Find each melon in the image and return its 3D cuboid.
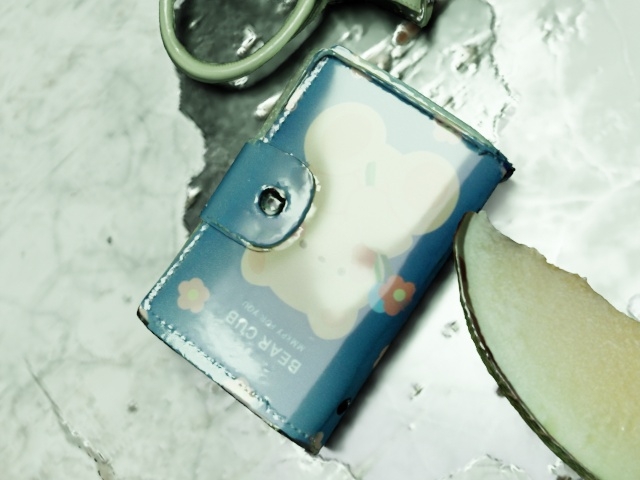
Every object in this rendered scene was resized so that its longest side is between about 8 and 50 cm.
[{"bbox_3d":[0.132,0.066,0.502,0.182,0.054,0.098,32,80,8],"label":"melon"}]

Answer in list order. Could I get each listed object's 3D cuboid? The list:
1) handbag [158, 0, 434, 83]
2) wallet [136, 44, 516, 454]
[{"bbox_3d":[-0.011,-0.247,0.621,0.241,0.109,0.315,22,99,20],"label":"handbag"},{"bbox_3d":[0.000,0.000,0.562,0.141,0.059,0.202,35,91,14],"label":"wallet"}]
